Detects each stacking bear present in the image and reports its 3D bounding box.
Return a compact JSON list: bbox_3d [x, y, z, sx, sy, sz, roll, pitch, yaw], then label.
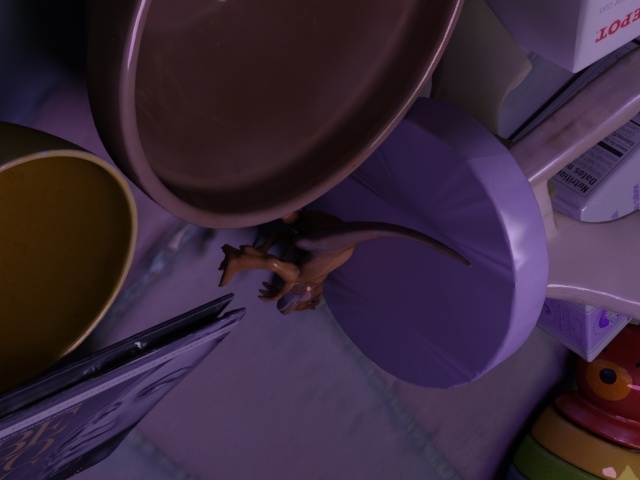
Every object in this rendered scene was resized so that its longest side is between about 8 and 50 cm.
[{"bbox_3d":[0.281,0.221,1.416,0.164,0.175,0.289,10,104,-54],"label":"stacking bear"}]

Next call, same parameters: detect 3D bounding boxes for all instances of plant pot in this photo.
[{"bbox_3d":[-0.037,-0.133,0.687,0.237,0.110,0.237,-34,143,-30],"label":"plant pot"},{"bbox_3d":[-0.169,-0.006,0.649,0.134,0.095,0.134,-33,144,-29],"label":"plant pot"}]

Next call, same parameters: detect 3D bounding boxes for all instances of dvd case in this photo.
[{"bbox_3d":[-0.150,0.111,0.767,0.164,0.018,0.221,-23,164,-39],"label":"dvd case"}]

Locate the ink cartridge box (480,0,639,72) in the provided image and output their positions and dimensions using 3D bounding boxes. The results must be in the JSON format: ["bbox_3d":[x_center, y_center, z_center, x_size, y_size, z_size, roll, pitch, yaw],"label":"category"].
[{"bbox_3d":[0.198,-0.252,0.889,0.172,0.100,0.237,-31,142,-32],"label":"ink cartridge box"}]

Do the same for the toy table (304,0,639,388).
[{"bbox_3d":[0.108,-0.026,0.883,0.161,0.252,0.274,-31,-179,-23],"label":"toy table"}]

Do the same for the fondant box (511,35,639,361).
[{"bbox_3d":[0.302,-0.083,1.197,0.330,0.096,0.238,-42,147,-17],"label":"fondant box"}]

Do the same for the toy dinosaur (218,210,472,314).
[{"bbox_3d":[0.000,0.000,0.859,0.112,0.211,0.064,8,76,-18],"label":"toy dinosaur"}]
